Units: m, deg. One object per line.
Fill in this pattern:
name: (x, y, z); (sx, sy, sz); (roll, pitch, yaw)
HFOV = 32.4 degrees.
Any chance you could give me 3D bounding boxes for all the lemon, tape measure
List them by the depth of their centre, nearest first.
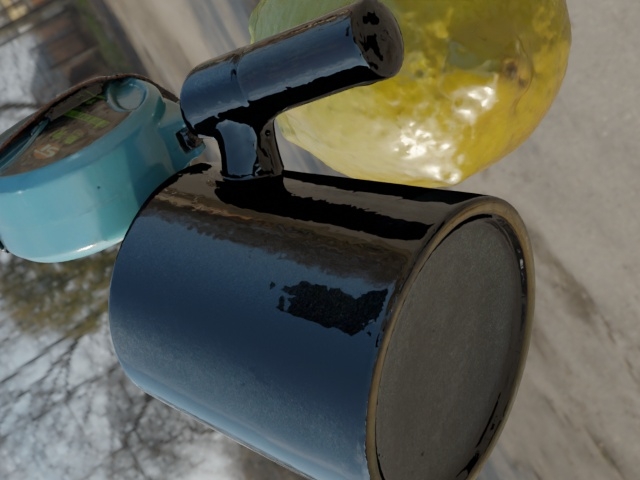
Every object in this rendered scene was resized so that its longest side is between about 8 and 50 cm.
tape measure: (-0.139, -0.046, 0.652); (0.125, 0.146, 0.081); (21, 142, 51)
lemon: (0.066, -0.152, 0.831); (0.234, 0.233, 0.288); (63, 172, -26)

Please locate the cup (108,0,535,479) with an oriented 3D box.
cup: (0.008, 0.006, 0.586); (0.177, 0.240, 0.166); (15, 180, 34)
